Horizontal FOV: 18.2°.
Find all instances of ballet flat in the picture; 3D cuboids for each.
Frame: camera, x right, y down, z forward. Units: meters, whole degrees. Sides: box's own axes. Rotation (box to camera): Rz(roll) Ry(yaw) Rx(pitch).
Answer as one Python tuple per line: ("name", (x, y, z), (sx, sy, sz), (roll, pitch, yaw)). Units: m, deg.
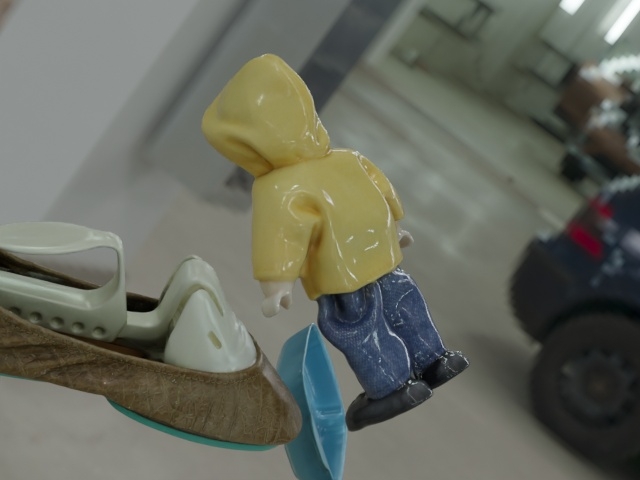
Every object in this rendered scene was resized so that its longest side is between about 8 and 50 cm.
("ballet flat", (-0.150, 0.055, 1.428), (0.342, 0.124, 0.116), (19, 25, -17))

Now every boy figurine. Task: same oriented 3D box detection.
("boy figurine", (0.000, 0.000, 1.492), (0.177, 0.092, 0.285), (-35, 97, -49))

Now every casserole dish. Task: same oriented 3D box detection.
("casserole dish", (-0.010, 0.145, 1.728), (0.188, 0.037, 0.114), (-81, 154, -72))
